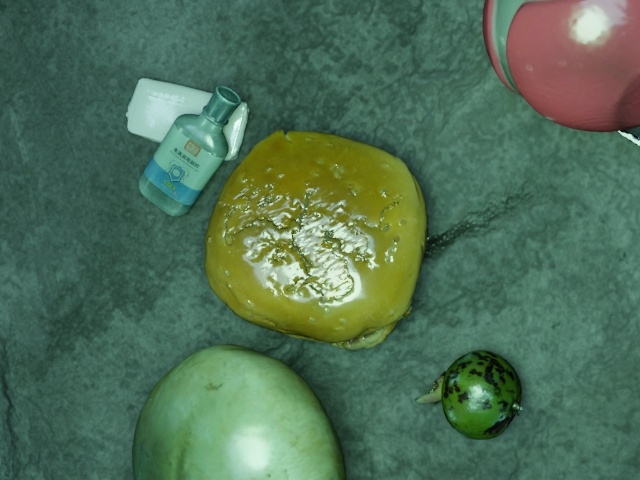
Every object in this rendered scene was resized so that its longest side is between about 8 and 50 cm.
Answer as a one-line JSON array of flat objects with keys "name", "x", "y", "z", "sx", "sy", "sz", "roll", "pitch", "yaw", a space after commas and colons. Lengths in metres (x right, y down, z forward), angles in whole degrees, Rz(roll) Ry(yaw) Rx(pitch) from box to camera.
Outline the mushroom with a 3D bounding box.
[{"name": "mushroom", "x": -0.105, "y": 0.309, "z": 1.373, "sx": 0.352, "sy": 0.260, "sz": 0.352, "roll": 9, "pitch": 101, "yaw": 54}]

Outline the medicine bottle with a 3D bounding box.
[{"name": "medicine bottle", "x": -0.185, "y": -0.132, "z": 1.481, "sx": 0.090, "sy": 0.054, "sz": 0.208, "roll": 37, "pitch": 118, "yaw": 0}]

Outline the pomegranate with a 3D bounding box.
[{"name": "pomegranate", "x": 0.203, "y": 0.210, "z": 1.400, "sx": 0.161, "sy": 0.122, "sz": 0.122, "roll": -1, "pitch": 90, "yaw": 41}]

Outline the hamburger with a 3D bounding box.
[{"name": "hamburger", "x": -0.005, "y": -0.005, "z": 1.419, "sx": 0.304, "sy": 0.174, "sz": 0.284, "roll": 13, "pitch": 81, "yaw": 6}]

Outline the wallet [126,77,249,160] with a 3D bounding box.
[{"name": "wallet", "x": -0.202, "y": -0.182, "z": 1.529, "sx": 0.190, "sy": 0.033, "sz": 0.095, "roll": 14, "pitch": 92, "yaw": 12}]

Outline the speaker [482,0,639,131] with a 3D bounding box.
[{"name": "speaker", "x": 0.348, "y": -0.281, "z": 1.278, "sx": 0.294, "sy": 0.294, "sz": 0.294, "roll": 0, "pitch": 90, "yaw": 13}]

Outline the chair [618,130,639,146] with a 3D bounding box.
[{"name": "chair", "x": 0.481, "y": -0.142, "z": 1.342, "sx": 0.212, "sy": 0.084, "sz": 0.101, "roll": 39, "pitch": 105, "yaw": 11}]
